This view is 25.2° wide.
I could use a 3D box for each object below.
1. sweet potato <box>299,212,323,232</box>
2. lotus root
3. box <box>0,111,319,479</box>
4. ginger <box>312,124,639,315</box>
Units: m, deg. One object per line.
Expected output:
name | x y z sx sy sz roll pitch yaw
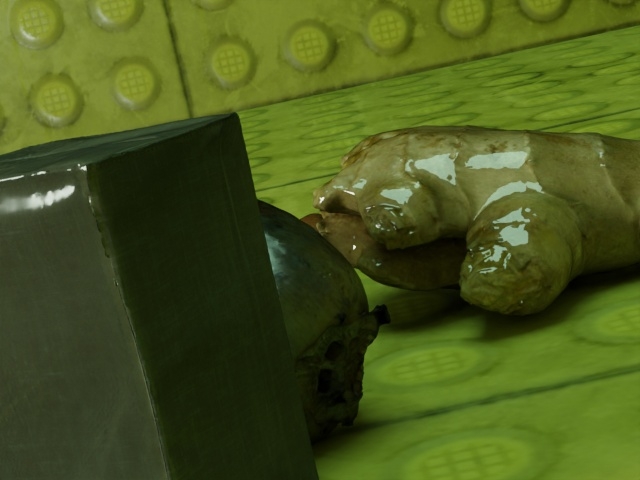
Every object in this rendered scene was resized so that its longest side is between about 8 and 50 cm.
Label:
sweet potato | 0.002 -0.001 1.386 0.055 0.058 0.202 -30 7 19
lotus root | -0.092 0.040 0.956 0.275 0.152 0.160 16 39 37
box | -0.115 0.060 0.790 0.149 0.231 0.155 -6 13 27
ginger | 0.183 -0.037 1.127 0.375 0.166 0.236 -14 2 20
